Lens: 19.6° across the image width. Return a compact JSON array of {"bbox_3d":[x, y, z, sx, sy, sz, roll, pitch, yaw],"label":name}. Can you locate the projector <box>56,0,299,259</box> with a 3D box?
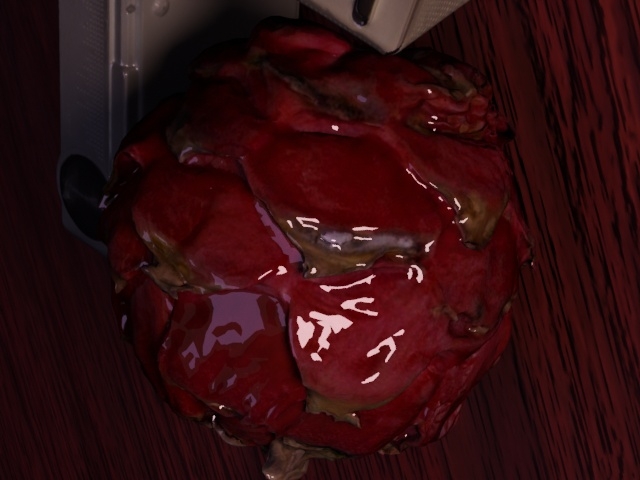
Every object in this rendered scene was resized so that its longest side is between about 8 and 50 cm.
[{"bbox_3d":[-0.110,-0.122,1.476,0.099,0.192,0.256,32,130,39],"label":"projector"}]

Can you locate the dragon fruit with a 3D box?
[{"bbox_3d":[-0.003,-0.002,1.316,0.329,0.329,0.329,26,127,42],"label":"dragon fruit"}]

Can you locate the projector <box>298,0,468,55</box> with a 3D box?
[{"bbox_3d":[0.054,-0.250,1.186,0.177,0.242,0.163,34,132,15],"label":"projector"}]
